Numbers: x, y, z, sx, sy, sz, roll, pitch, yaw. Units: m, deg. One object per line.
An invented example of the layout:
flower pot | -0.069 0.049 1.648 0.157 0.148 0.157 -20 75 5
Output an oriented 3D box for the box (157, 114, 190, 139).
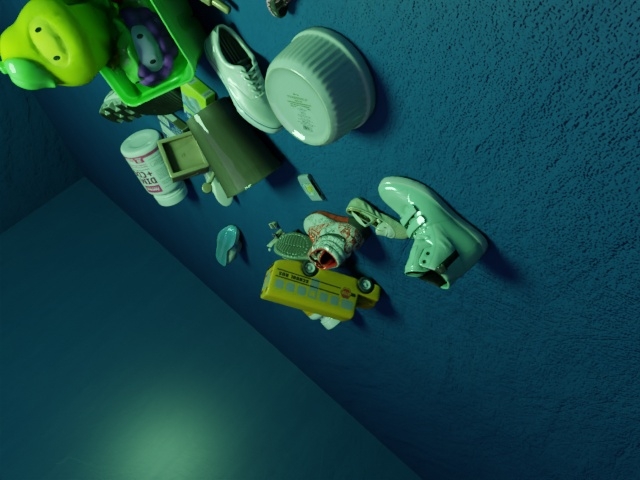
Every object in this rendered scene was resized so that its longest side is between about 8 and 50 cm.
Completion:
box | -0.504 -0.357 1.612 0.136 0.036 0.225 39 154 14

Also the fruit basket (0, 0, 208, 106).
fruit basket | -0.461 -0.450 0.937 0.283 0.392 0.392 -9 126 31

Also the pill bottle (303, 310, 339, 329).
pill bottle | -0.022 0.189 1.595 0.245 0.136 0.136 47 156 -5

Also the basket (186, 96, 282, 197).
basket | -0.241 -0.254 1.227 0.204 0.154 0.227 -17 113 44

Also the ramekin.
ramekin | -0.009 -0.278 0.861 0.207 0.109 0.207 35 154 20

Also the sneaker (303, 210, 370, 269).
sneaker | 0.000 -0.001 1.245 0.270 0.145 0.090 10 138 53

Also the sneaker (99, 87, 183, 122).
sneaker | -0.553 -0.469 1.421 0.330 0.146 0.122 1 164 27

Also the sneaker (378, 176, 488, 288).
sneaker | 0.190 -0.016 0.911 0.256 0.151 0.094 39 157 16

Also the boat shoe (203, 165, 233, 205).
boat shoe | -0.372 -0.206 1.614 0.063 0.066 0.184 30 154 53

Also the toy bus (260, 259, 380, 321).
toy bus | 0.004 0.148 1.346 0.333 0.130 0.108 18 158 -14

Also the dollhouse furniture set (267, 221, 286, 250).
dollhouse furniture set | -0.137 -0.002 1.539 0.114 0.081 0.091 13 141 50

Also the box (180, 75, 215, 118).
box | -0.348 -0.385 1.314 0.109 0.042 0.178 41 155 10

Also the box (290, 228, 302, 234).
box | -0.077 0.017 1.484 0.062 0.052 0.083 -30 107 29

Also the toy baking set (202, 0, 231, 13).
toy baking set | -0.242 -0.555 0.854 0.256 0.030 0.197 30 147 -1

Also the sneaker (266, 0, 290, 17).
sneaker | -0.058 -0.431 0.783 0.057 0.047 0.119 29 155 7

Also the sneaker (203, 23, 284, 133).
sneaker | -0.164 -0.352 1.006 0.258 0.094 0.091 50 160 -9

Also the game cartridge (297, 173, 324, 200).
game cartridge | -0.027 -0.141 1.224 0.083 0.017 0.056 56 158 -23

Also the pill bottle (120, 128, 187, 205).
pill bottle | -0.648 -0.282 1.811 0.160 0.160 0.283 27 151 35

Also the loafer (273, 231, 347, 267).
loafer | -0.029 0.043 1.388 0.251 0.094 0.087 12 151 28

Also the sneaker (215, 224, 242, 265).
sneaker | -0.385 0.009 1.958 0.087 0.092 0.228 42 137 13

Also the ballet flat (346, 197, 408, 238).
ballet flat | 0.133 -0.041 1.083 0.168 0.052 0.057 34 154 22

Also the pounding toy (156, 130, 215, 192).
pounding toy | -0.409 -0.245 1.499 0.206 0.181 0.094 69 164 -1
